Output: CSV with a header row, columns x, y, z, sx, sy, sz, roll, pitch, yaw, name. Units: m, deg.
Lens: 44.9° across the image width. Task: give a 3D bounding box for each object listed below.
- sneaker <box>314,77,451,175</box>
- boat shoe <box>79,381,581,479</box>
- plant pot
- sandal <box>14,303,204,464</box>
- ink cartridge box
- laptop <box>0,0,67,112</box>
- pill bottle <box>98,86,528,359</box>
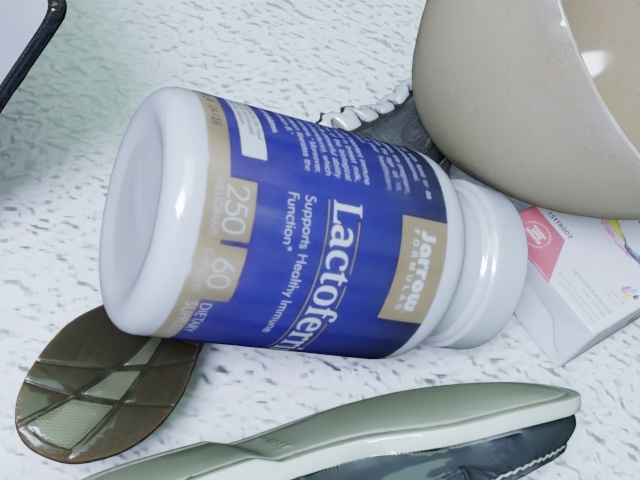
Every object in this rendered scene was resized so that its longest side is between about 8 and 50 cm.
x,y,z,sx,sy,sz,roll,pitch,yaw,name
0.086,-0.087,0.678,0.234,0.078,0.106,-29,75,-27,sneaker
0.020,0.167,0.476,0.340,0.127,0.113,-9,89,-27,boat shoe
0.182,-0.138,0.589,0.284,0.191,0.284,11,72,-35,plant pot
-0.128,0.067,0.536,0.090,0.060,0.219,28,40,-7,sandal
0.246,0.008,0.656,0.198,0.067,0.115,-24,65,-26,ink cartridge box
-0.419,-0.166,0.513,0.236,0.408,0.382,6,49,-52,laptop
0.000,0.000,0.524,0.264,0.153,0.153,10,54,-28,pill bottle
